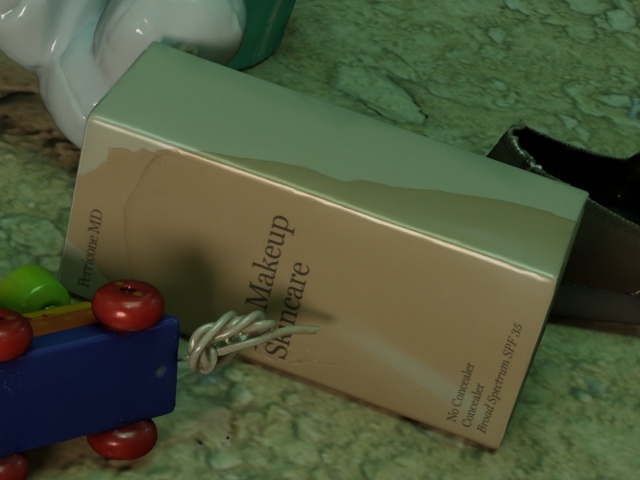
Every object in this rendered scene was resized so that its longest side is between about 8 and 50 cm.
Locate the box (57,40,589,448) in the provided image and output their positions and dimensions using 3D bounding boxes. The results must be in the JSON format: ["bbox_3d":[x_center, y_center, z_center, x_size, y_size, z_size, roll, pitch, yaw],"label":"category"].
[{"bbox_3d":[0.000,0.000,1.275,0.311,0.148,0.121,18,33,8],"label":"box"}]

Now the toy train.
[{"bbox_3d":[-0.142,0.057,1.183,0.248,0.105,0.143,-12,28,-36],"label":"toy train"}]

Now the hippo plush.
[{"bbox_3d":[-0.191,-0.155,1.375,0.236,0.294,0.234,48,30,4],"label":"hippo plush"}]

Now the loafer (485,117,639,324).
[{"bbox_3d":[0.270,-0.005,1.406,0.366,0.130,0.134,6,34,-15],"label":"loafer"}]

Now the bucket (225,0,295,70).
[{"bbox_3d":[-0.125,-0.272,1.600,0.281,0.183,0.281,12,32,-8],"label":"bucket"}]
